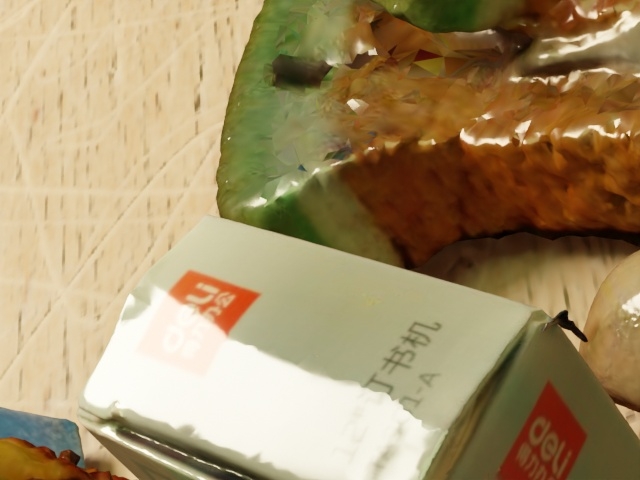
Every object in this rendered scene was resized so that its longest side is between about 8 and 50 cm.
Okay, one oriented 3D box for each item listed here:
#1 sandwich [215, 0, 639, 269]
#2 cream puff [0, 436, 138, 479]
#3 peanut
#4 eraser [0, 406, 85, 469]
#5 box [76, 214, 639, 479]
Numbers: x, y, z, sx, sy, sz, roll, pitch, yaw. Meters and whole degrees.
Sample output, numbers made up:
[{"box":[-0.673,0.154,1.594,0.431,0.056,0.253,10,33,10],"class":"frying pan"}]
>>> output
[{"box":[0.089,-0.099,0.803,0.301,0.162,0.250,2,54,32],"class":"sandwich"},{"box":[-0.118,0.184,0.676,0.240,0.240,0.164,-52,23,-13],"class":"cream puff"},{"box":[0.169,0.023,0.723,0.152,0.076,0.076,-24,46,18],"class":"peanut"},{"box":[-0.244,0.109,0.775,0.042,0.312,0.144,-54,32,37],"class":"eraser"},{"box":[0.052,0.104,0.593,0.135,0.269,0.079,15,64,41],"class":"box"}]
